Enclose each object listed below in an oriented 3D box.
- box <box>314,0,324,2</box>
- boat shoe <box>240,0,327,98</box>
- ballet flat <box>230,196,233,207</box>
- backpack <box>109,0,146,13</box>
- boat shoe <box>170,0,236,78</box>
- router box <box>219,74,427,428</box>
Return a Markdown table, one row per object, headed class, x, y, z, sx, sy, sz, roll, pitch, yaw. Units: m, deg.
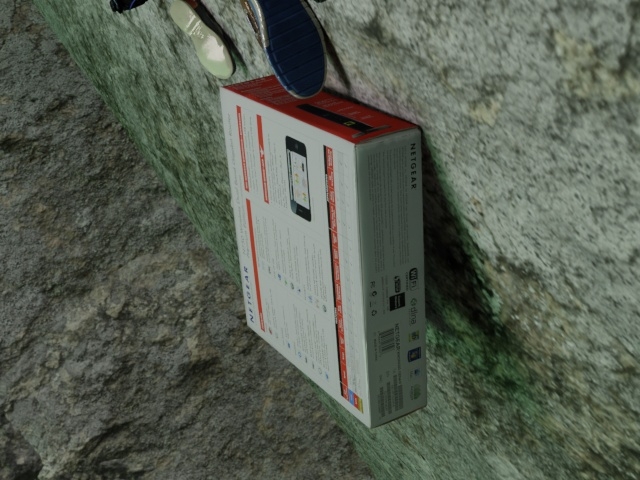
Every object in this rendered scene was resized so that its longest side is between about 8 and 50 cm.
| class | x | y | z | sx | sy | sz | roll | pitch | yaw |
| --- | --- | --- | --- | --- | --- | --- | --- | --- | --- |
| box | -0.060 | -0.335 | 0.863 | 0.233 | 0.059 | 0.183 | 44 | 161 | 45 |
| boat shoe | -0.045 | -0.241 | 1.048 | 0.066 | 0.066 | 0.183 | -159 | 47 | -76 |
| ballet flat | -0.001 | 0.040 | 1.350 | 0.400 | 0.139 | 0.139 | 54 | 167 | 24 |
| backpack | -0.258 | -0.403 | 1.291 | 0.158 | 0.117 | 0.173 | 59 | 167 | -11 |
| boat shoe | -0.161 | -0.291 | 1.381 | 0.137 | 0.049 | 0.043 | 52 | -151 | 7 |
| router box | 0.000 | 0.000 | 1.120 | 0.301 | 0.082 | 0.335 | 32 | 133 | 52 |
